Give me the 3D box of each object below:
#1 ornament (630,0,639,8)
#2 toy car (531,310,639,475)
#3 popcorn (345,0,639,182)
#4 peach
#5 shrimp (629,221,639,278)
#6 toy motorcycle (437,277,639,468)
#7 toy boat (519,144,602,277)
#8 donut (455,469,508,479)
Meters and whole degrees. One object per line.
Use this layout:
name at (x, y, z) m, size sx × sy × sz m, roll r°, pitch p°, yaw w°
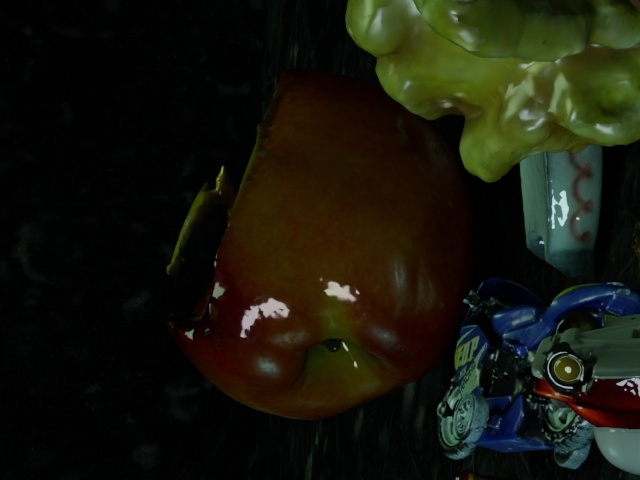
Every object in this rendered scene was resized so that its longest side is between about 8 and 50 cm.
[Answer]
ornament at (0.252, -0.253, 0.899) m, size 0.235 × 0.221 × 0.218 m, roll 31°, pitch -123°, yaw -67°
toy car at (0.220, 0.107, 1.069) m, size 0.112 × 0.139 × 0.112 m, roll -50°, pitch -49°, yaw -65°
popcorn at (0.179, -0.175, 1.110) m, size 0.321 × 0.325 × 0.290 m, roll -61°, pitch -28°, yaw -30°
peach at (0.013, 0.016, 1.717) m, size 0.335 × 0.310 × 0.406 m, roll -59°, pitch 11°, yaw 38°
shrimp at (0.258, 0.018, 1.162) m, size 0.127 × 0.025 × 0.091 m, roll -103°, pitch 20°, yaw -49°
toy motorcycle at (0.178, 0.104, 1.347) m, size 0.315 × 0.113 × 0.169 m, roll 154°, pitch 131°, yaw -68°
toy boat at (0.218, -0.075, 1.365) m, size 0.134 × 0.079 × 0.208 m, roll -101°, pitch 7°, yaw -82°
donut at (0.154, 0.289, 1.510) m, size 0.140 × 0.059 × 0.140 m, roll -175°, pitch 90°, yaw -81°
